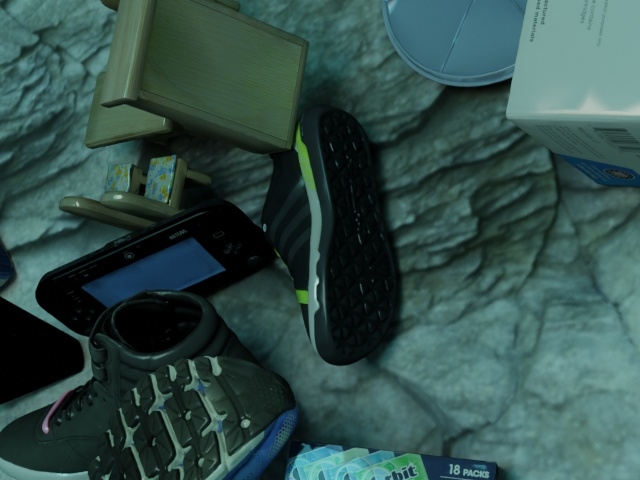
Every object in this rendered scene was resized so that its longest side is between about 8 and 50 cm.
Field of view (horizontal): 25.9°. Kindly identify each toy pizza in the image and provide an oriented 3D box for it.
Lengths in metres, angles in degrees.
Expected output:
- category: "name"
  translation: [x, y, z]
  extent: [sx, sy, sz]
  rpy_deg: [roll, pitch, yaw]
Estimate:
- category: "toy pizza"
  translation: [0.143, -0.219, 1.150]
  extent: [0.201, 0.032, 0.201]
  rpy_deg: [-11, 68, 30]

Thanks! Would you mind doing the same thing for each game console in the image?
- category: "game console"
  translation: [-0.221, 0.052, 1.207]
  extent: [0.361, 0.213, 0.044]
  rpy_deg: [-24, 63, 13]

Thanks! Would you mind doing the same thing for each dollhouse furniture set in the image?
- category: "dollhouse furniture set"
  translation: [-0.153, -0.134, 1.203]
  extent: [0.242, 0.161, 0.212]
  rpy_deg: [-5, 72, 51]

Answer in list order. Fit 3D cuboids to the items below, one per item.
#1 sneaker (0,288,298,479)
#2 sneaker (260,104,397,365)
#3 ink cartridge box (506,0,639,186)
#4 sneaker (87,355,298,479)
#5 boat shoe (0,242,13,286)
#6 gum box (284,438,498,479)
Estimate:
- category: "sneaker"
  translation: [-0.176, 0.118, 1.168]
  extent: [0.296, 0.147, 0.104]
  rpy_deg: [-12, 32, 26]
- category: "sneaker"
  translation: [0.000, 0.000, 1.160]
  extent: [0.097, 0.084, 0.234]
  rpy_deg: [-28, 55, 43]
- category: "ink cartridge box"
  translation: [0.278, -0.132, 0.947]
  extent: [0.233, 0.171, 0.168]
  rpy_deg: [6, 79, 34]
- category: "sneaker"
  translation: [-0.110, 0.213, 1.100]
  extent: [0.330, 0.147, 0.130]
  rpy_deg: [-49, 40, 32]
- category: "boat shoe"
  translation: [-0.377, -0.014, 1.409]
  extent: [0.066, 0.066, 0.183]
  rpy_deg: [-42, 57, 18]
- category: "gum box"
  translation: [0.044, 0.248, 1.028]
  extent: [0.157, 0.041, 0.184]
  rpy_deg: [5, 78, 10]
